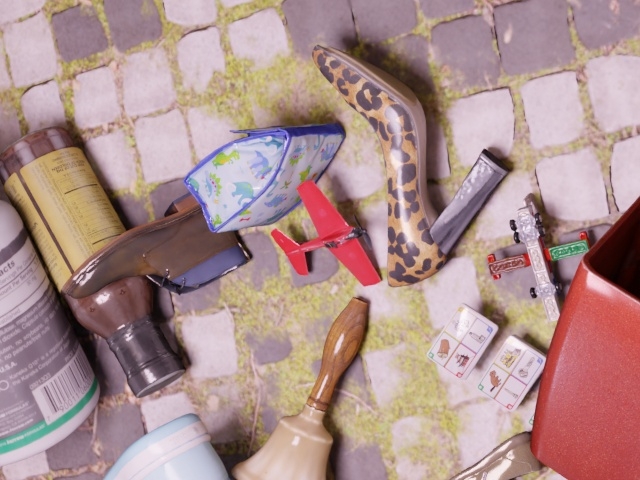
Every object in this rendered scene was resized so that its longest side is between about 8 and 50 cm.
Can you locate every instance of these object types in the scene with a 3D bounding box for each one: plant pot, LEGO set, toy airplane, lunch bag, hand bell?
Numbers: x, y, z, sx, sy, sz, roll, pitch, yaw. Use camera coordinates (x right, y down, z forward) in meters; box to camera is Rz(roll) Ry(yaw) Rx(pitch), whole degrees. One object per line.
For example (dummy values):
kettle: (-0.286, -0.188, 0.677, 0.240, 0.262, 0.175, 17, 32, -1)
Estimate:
plant pot: (0.352, 0.133, 1.529, 0.267, 0.267, 0.236, 33, 124, 14)
LEGO set: (0.251, 0.073, 1.715, 0.182, 0.060, 0.244, 33, 112, 9)
toy airplane: (0.000, 0.000, 1.819, 0.151, 0.028, 0.151, 25, 141, 22)
lunch bag: (-0.058, -0.084, 1.811, 0.151, 0.129, 0.096, -35, 79, 29)
hand bell: (-0.002, 0.178, 1.841, 0.126, 0.126, 0.242, 23, 94, 25)

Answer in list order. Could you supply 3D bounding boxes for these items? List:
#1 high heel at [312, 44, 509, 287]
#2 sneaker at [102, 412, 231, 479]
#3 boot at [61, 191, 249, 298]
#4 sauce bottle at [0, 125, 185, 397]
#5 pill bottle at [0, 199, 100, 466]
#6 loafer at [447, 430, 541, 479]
high heel: (0.054, -0.080, 1.764, 0.261, 0.093, 0.186, 39, 107, 11)
sneaker: (-0.170, 0.353, 1.874, 0.208, 0.127, 0.319, 56, 150, 14)
boot: (-0.189, 0.031, 1.876, 0.219, 0.082, 0.106, -34, 86, -15)
sauce bottle: (-0.278, 0.029, 1.959, 0.111, 0.111, 0.344, -34, 79, 28)
pill bottle: (-0.425, 0.076, 1.930, 0.204, 0.204, 0.361, -10, 113, 30)
loafer: (0.182, 0.266, 1.756, 0.148, 0.056, 0.050, -43, 68, 26)
